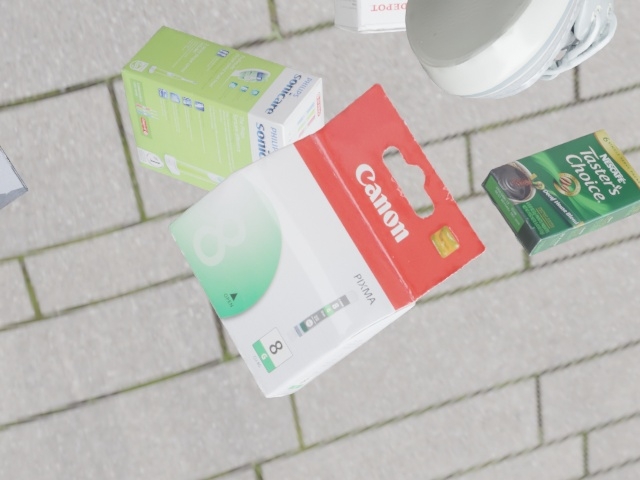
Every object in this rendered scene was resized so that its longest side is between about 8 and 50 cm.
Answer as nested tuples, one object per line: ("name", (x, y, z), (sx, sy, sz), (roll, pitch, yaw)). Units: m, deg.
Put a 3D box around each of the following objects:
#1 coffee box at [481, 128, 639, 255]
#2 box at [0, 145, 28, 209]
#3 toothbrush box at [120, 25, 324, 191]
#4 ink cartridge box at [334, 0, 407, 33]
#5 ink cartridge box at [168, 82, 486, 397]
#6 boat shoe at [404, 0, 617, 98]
("coffee box", (0.297, -0.061, 1.546), (0.184, 0.113, 0.040), (-19, 154, -27))
("box", (-0.438, -0.131, 1.311), (0.143, 0.270, 0.165), (-36, 139, -11))
("toothbrush box", (-0.142, -0.177, 1.956), (0.122, 0.283, 0.206), (-53, 154, -34))
("ink cartridge box", (0.103, -0.404, 1.795), (0.158, 0.092, 0.218), (-8, 104, -24))
("ink cartridge box", (0.000, 0.000, 1.094), (0.224, 0.181, 0.056), (-38, 163, 23))
("boat shoe", (0.098, -0.117, 0.558), (0.079, 0.227, 0.081), (-26, 117, 31))
